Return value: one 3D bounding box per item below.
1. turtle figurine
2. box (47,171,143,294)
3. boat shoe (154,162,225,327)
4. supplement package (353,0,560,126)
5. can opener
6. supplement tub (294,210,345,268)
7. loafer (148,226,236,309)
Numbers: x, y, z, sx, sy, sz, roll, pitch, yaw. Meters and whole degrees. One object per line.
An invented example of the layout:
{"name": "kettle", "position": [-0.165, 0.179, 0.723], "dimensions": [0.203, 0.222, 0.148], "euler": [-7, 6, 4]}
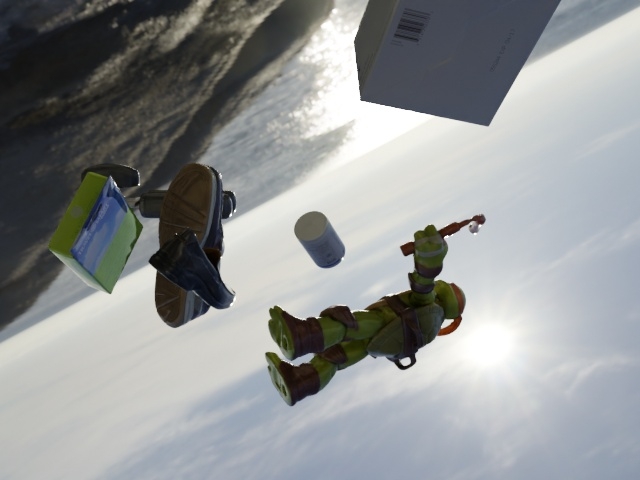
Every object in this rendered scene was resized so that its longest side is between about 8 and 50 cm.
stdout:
{"name": "turtle figurine", "position": [0.058, 0.089, 0.745], "dimensions": [0.217, 0.087, 0.269], "euler": [-18, 153, -21]}
{"name": "box", "position": [-0.280, -0.008, 0.972], "dimensions": [0.178, 0.043, 0.109], "euler": [88, 22, -70]}
{"name": "boat shoe", "position": [-0.205, 0.007, 1.274], "dimensions": [0.103, 0.285, 0.092], "euler": [23, -159, 31]}
{"name": "supplement package", "position": [0.181, -0.314, 1.055], "dimensions": [0.204, 0.145, 0.261], "euler": [9, 137, -13]}
{"name": "can opener", "position": [-0.296, -0.089, 1.391], "dimensions": [0.284, 0.095, 0.076], "euler": [1, -167, 6]}
{"name": "supplement tub", "position": [0.000, 0.000, 1.468], "dimensions": [0.071, 0.071, 0.107], "euler": [-28, 141, 4]}
{"name": "loafer", "position": [-0.140, 0.038, 0.945], "dimensions": [0.061, 0.062, 0.170], "euler": [-53, 156, -5]}
